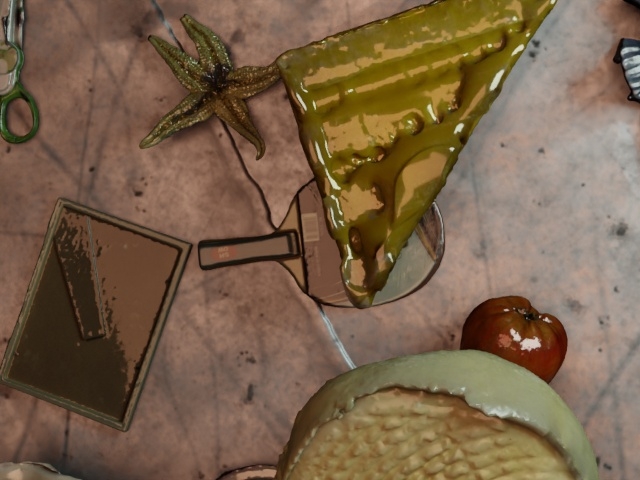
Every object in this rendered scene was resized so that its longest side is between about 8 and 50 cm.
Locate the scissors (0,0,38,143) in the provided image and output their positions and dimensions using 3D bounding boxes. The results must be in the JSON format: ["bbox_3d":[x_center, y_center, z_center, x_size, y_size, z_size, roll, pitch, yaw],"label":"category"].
[{"bbox_3d":[-0.397,-0.225,1.766,0.101,0.027,0.204,6,93,5],"label":"scissors"}]

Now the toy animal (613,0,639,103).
[{"bbox_3d":[0.430,-0.208,1.610,0.179,0.116,0.218,-18,81,8],"label":"toy animal"}]

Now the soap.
[{"bbox_3d":[0.152,-0.116,1.615,0.338,0.169,0.304,-18,88,5],"label":"soap"}]

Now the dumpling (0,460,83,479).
[{"bbox_3d":[-0.280,0.415,1.671,0.260,0.181,0.341,-26,73,12],"label":"dumpling"}]

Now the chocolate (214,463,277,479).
[{"bbox_3d":[-0.082,0.371,1.663,0.221,0.147,0.221,0,91,12],"label":"chocolate"}]

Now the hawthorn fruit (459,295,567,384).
[{"bbox_3d":[0.221,0.131,1.633,0.125,0.125,0.140,18,79,7],"label":"hawthorn fruit"}]

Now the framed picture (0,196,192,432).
[{"bbox_3d":[-0.283,0.092,1.756,0.184,0.016,0.250,19,92,8],"label":"framed picture"}]

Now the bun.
[{"bbox_3d":[0.130,0.267,1.575,0.364,0.202,0.364,3,115,5],"label":"bun"}]

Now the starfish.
[{"bbox_3d":[-0.133,-0.179,1.716,0.217,0.050,0.223,-32,67,-9],"label":"starfish"}]

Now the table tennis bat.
[{"bbox_3d":[0.000,0.000,1.717,0.301,0.022,0.173,-6,88,6],"label":"table tennis bat"}]
